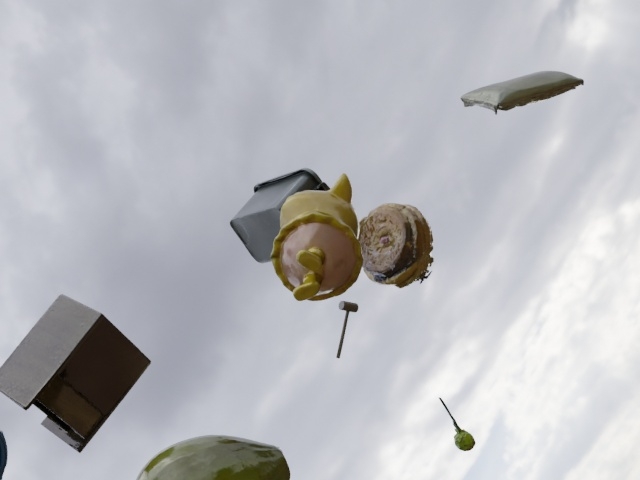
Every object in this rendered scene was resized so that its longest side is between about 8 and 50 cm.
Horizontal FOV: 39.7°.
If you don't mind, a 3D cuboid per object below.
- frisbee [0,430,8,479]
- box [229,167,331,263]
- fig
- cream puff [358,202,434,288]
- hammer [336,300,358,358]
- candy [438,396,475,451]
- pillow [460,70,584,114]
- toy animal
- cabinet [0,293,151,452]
[{"bbox_3d":[-0.691,0.409,1.606,0.242,0.045,0.242,-13,-68,-36],"label":"frisbee"},{"bbox_3d":[-0.081,-0.047,1.967,0.135,0.243,0.163,-47,-68,-34],"label":"box"},{"bbox_3d":[-0.170,0.427,1.464,0.271,0.239,0.239,-34,-36,-20],"label":"fig"},{"bbox_3d":[0.168,0.013,1.900,0.129,0.189,0.189,8,-68,-49],"label":"cream puff"},{"bbox_3d":[0.044,0.171,1.698,0.035,0.019,0.110,15,-93,-33],"label":"hammer"},{"bbox_3d":[0.234,0.318,1.542,0.035,0.035,0.123,-29,-69,-2],"label":"candy"},{"bbox_3d":[0.371,-0.274,1.626,0.208,0.119,0.053,-18,-75,-26],"label":"pillow"},{"bbox_3d":[0.000,0.004,1.318,0.230,0.156,0.156,-69,-6,-61],"label":"toy animal"},{"bbox_3d":[-0.475,0.248,1.675,0.215,0.148,0.175,-54,-43,-21],"label":"cabinet"}]
